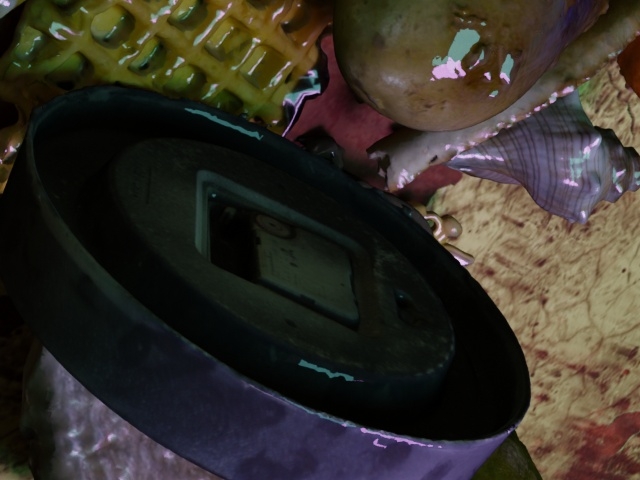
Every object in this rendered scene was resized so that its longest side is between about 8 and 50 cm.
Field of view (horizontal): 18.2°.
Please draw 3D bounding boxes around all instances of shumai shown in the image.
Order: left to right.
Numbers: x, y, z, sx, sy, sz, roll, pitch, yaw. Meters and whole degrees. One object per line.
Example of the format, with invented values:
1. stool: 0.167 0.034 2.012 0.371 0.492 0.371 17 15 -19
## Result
1. shumai: -0.152 0.150 1.575 0.304 0.263 0.309 41 61 -22

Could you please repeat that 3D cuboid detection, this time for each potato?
1. potato: 0.119 -0.205 1.503 0.307 0.173 0.210 -54 149 -38

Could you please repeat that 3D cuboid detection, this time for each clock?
1. clock: -0.039 0.035 1.345 0.386 0.386 0.076 5 125 -46

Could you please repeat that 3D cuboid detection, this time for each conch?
1. conch: 0.190 -0.086 1.775 0.137 0.234 0.114 79 30 -82

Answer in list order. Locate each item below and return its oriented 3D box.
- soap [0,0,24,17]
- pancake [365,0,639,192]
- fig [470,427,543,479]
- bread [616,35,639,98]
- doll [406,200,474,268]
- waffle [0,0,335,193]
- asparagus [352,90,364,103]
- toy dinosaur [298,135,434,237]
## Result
1. soap: -0.252 -0.234 1.240 0.135 0.076 0.233 -36 141 -13
2. pancake: 0.187 -0.162 1.669 0.376 0.197 0.054 -37 100 -23
3. fig: 0.139 0.242 2.012 0.203 0.203 0.235 84 19 -45
4. bread: 0.357 -0.199 1.809 0.114 0.132 0.190 7 116 -45
5. doll: 0.041 0.099 1.815 0.117 0.086 0.291 23 107 -20
6. waffle: -0.110 -0.122 1.491 0.307 0.060 0.312 -8 128 -37
7. asparagus: 0.131 -0.176 1.702 0.248 0.025 0.024 -29 97 -22
8. toy dinosaur: 0.000 0.000 1.705 0.187 0.087 0.179 -22 145 -3
